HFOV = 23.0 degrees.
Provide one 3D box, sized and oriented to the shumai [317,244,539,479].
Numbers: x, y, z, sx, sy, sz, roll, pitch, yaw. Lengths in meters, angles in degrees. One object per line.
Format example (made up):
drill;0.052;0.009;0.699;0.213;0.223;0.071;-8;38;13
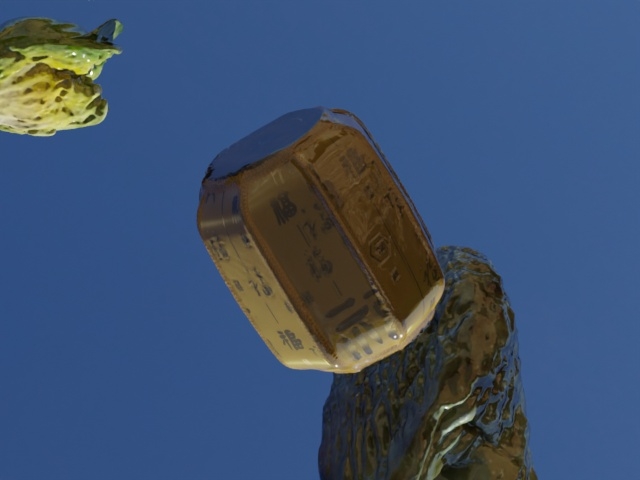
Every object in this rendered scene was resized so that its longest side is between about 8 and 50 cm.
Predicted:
shumai;0.129;0.152;1.411;0.203;0.222;0.272;24;-93;-25

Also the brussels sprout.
brussels sprout;-0.284;-0.168;1.548;0.181;0.139;0.100;-4;-117;4

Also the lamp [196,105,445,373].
lamp;0.000;0.000;1.198;0.185;0.161;0.161;62;-142;-19
